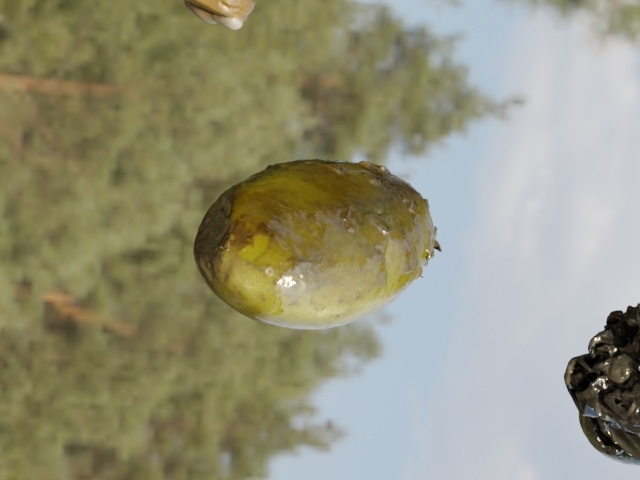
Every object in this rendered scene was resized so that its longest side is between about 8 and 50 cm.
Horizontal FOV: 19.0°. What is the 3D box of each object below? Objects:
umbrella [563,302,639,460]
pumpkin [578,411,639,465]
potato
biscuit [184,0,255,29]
[{"bbox_3d":[0.345,0.123,1.820,0.128,0.337,0.154,20,-77,32],"label":"umbrella"},{"bbox_3d":[0.401,0.207,2.368,0.125,0.167,0.167,61,-4,-16],"label":"pumpkin"},{"bbox_3d":[0.000,0.000,1.547,0.113,0.251,0.149,-50,-115,29],"label":"potato"},{"bbox_3d":[-0.191,-0.259,1.518,0.197,0.301,0.049,31,-89,36],"label":"biscuit"}]
